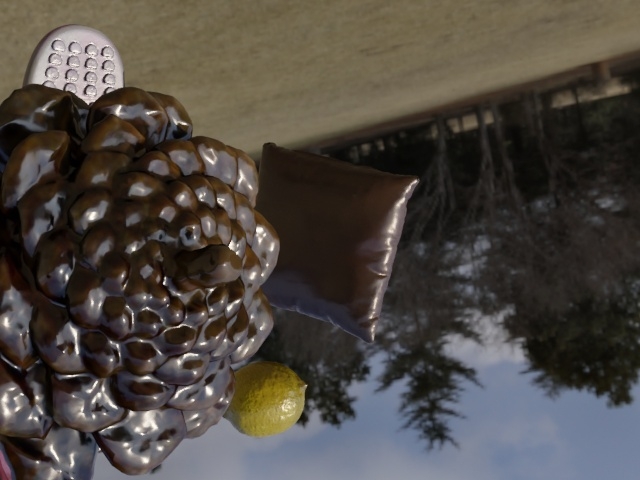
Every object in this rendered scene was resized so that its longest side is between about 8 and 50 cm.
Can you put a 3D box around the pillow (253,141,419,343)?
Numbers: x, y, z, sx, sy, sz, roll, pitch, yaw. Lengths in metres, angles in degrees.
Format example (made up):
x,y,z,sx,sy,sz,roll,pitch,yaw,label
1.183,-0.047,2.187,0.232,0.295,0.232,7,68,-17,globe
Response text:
x,y,z,sx,sy,sz,roll,pitch,yaw,label
0.000,0.000,1.525,0.307,0.306,0.108,15,-176,23,pillow

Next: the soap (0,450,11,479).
x,y,z,sx,sy,sz,roll,pitch,yaw,label
-0.264,0.291,0.746,0.128,0.233,0.359,-24,160,-13,soap

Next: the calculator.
x,y,z,sx,sy,sz,roll,pitch,yaw,label
-0.229,-0.116,0.789,0.103,0.166,0.024,-2,-164,-42,calculator

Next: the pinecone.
x,y,z,sx,sy,sz,roll,pitch,yaw,label
-0.167,0.019,0.528,0.309,0.244,0.244,13,-160,43,pinecone

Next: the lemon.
x,y,z,sx,sy,sz,roll,pitch,yaw,label
-0.083,0.227,1.217,0.133,0.109,0.109,-13,-175,-9,lemon
